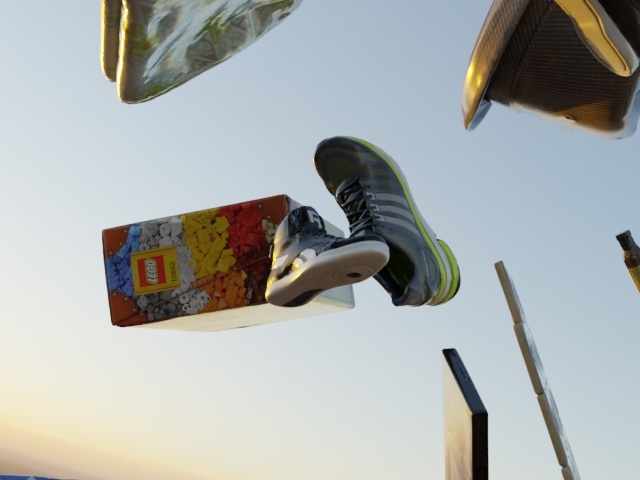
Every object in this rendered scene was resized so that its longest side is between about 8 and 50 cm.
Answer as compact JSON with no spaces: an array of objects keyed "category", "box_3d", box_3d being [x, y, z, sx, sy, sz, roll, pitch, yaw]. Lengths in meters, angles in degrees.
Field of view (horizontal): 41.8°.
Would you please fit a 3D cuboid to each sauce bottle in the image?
[{"category":"sauce bottle","box_3d":[0.532,0.043,1.398,0.042,0.128,0.042,-26,-1,-1]}]

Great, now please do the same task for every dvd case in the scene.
[{"category":"dvd case","box_3d":[0.178,0.283,1.031,0.022,0.253,0.180,-4,16,-2]}]

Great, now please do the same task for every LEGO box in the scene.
[{"category":"LEGO box","box_3d":[-0.164,0.068,1.751,0.372,0.193,0.500,-10,-9,12]}]

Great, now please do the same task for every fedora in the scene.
[{"category":"fedora","box_3d":[0.216,-0.161,0.631,0.124,0.244,0.275,36,2,13]}]

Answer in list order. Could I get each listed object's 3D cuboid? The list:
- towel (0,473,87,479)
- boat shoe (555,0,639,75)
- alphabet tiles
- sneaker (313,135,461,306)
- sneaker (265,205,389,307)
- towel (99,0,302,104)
[{"category":"towel","box_3d":[-0.159,0.331,0.755,0.335,0.243,0.040,10,8,-19]},{"category":"boat shoe","box_3d":[0.155,-0.151,0.479,0.125,0.038,0.046,45,-1,-21]},{"category":"alphabet tiles","box_3d":[0.223,0.188,0.775,0.011,0.343,0.285,-19,-10,13]},{"category":"sneaker","box_3d":[0.081,-0.030,1.204,0.111,0.300,0.121,-46,-18,31]},{"category":"sneaker","box_3d":[0.000,0.000,1.073,0.079,0.121,0.217,18,-30,-35]},{"category":"towel","box_3d":[-0.130,-0.332,1.082,0.090,0.320,0.374,53,-21,4]}]
